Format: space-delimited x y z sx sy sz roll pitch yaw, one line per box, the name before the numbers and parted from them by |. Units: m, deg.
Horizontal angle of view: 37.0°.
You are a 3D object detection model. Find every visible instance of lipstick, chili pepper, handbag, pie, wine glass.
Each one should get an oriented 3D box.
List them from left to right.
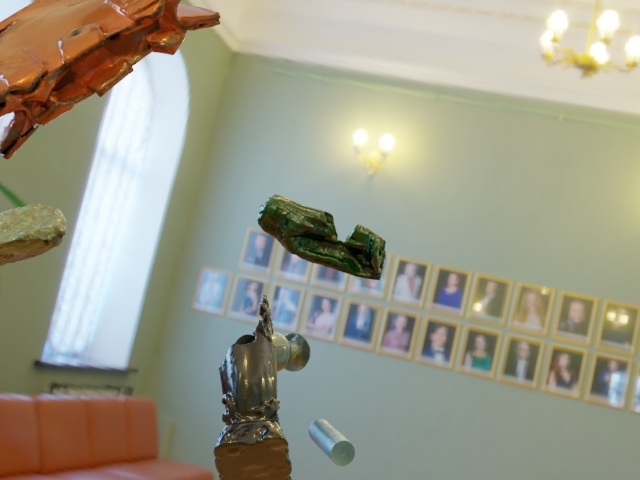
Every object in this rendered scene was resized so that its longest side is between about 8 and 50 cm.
pie | -0.637 0.000 1.904 0.274 0.106 0.257 -17 9 -21
handbag | -0.397 -0.313 1.522 0.303 0.410 0.116 32 -26 51
wine glass | -0.106 0.242 2.069 0.092 0.093 0.202 10 0 27
chili pepper | 0.000 -0.001 1.725 0.253 0.099 0.083 23 37 2
lipstick | 0.019 0.369 1.761 0.048 0.048 0.158 15 -1 -16

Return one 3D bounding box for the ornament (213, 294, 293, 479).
ornament | -0.097 0.232 1.411 0.106 0.261 0.251 -2 -40 -2
